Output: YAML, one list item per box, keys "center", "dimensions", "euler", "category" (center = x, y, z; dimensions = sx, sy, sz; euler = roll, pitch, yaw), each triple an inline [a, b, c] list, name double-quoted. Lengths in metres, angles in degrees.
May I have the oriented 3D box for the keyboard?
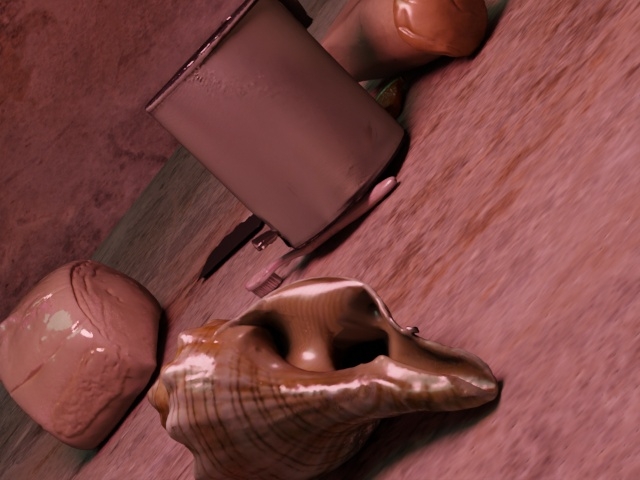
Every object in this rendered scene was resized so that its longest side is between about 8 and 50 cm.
- center: [-0.141, 0.002, 1.951]
  dimensions: [0.196, 0.015, 0.074]
  euler: [-41, 23, 41]
  category: "keyboard"

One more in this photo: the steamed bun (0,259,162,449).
- center: [-0.407, 0.160, 1.975]
  dimensions: [0.247, 0.236, 0.383]
  euler: [-50, 16, 10]
  category: "steamed bun"

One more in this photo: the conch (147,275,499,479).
- center: [-0.008, 0.125, 1.034]
  dimensions: [0.386, 0.169, 0.203]
  euler: [-5, 67, 26]
  category: "conch"

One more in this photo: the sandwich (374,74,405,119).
- center: [0.089, -0.178, 1.631]
  dimensions: [0.069, 0.026, 0.101]
  euler: [-35, 27, 41]
  category: "sandwich"

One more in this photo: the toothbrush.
- center: [0.000, 0.000, 1.510]
  dimensions: [0.307, 0.029, 0.025]
  euler: [-37, 23, 41]
  category: "toothbrush"

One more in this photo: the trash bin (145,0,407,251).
- center: [-0.057, -0.154, 1.500]
  dimensions: [0.277, 0.262, 0.217]
  euler: [-48, 12, -5]
  category: "trash bin"

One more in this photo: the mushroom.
- center: [0.108, -0.301, 1.636]
  dimensions: [0.154, 0.137, 0.407]
  euler: [-40, 15, -13]
  category: "mushroom"
